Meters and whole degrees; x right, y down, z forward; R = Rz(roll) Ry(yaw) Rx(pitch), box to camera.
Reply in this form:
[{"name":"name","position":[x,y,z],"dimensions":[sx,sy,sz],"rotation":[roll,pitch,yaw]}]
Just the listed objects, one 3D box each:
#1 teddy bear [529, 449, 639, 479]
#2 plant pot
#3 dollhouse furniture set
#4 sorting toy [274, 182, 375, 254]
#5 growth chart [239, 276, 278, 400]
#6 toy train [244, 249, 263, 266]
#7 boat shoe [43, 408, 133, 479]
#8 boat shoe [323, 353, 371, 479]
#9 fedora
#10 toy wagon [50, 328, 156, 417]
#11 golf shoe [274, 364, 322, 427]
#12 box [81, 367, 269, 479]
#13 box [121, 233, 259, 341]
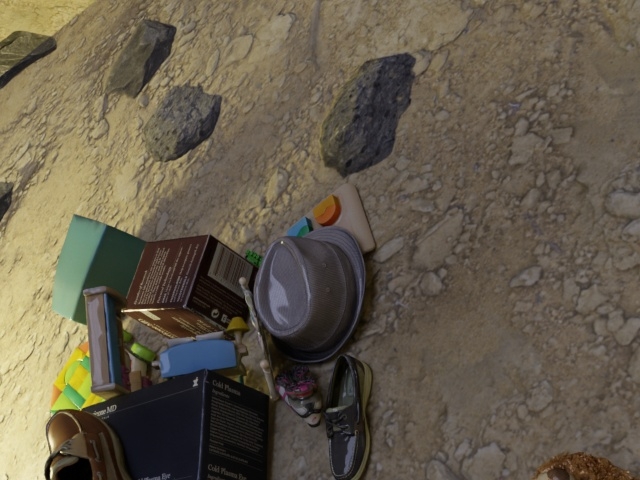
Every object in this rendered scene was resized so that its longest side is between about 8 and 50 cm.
[{"name":"teddy bear","position":[0.283,0.425,1.222],"dimensions":[0.338,0.113,0.245],"rotation":[-57,12,5]},{"name":"plant pot","position":[-0.523,0.084,2.217],"dimensions":[0.165,0.165,0.234],"rotation":[14,79,47]},{"name":"dollhouse furniture set","position":[-0.273,0.196,1.838],"dimensions":[0.303,0.286,0.198],"rotation":[-9,71,2]},{"name":"sorting toy","position":[0.000,0.000,1.875],"dimensions":[0.208,0.038,0.193],"rotation":[-35,44,20]},{"name":"growth chart","position":[-0.115,0.182,1.774],"dimensions":[0.021,0.172,0.237],"rotation":[-16,47,-4]},{"name":"toy train","position":[-0.134,0.041,1.988],"dimensions":[0.083,0.017,0.024],"rotation":[26,92,49]},{"name":"boat shoe","position":[-0.412,0.394,1.634],"dimensions":[0.122,0.120,0.324],"rotation":[-55,43,2]},{"name":"boat shoe","position":[0.038,0.299,1.601],"dimensions":[0.080,0.073,0.223],"rotation":[-17,52,35]},{"name":"fedora","position":[-0.040,0.087,1.752],"dimensions":[0.243,0.124,0.275],"rotation":[-19,62,34]},{"name":"toy wagon","position":[-0.463,0.338,2.048],"dimensions":[0.344,0.068,0.267],"rotation":[24,81,49]},{"name":"golf shoe","position":[-0.038,0.276,1.670],"dimensions":[0.067,0.086,0.186],"rotation":[-18,8,-6]},{"name":"box","position":[-0.276,0.437,1.706],"dimensions":[0.343,0.179,0.312],"rotation":[-20,55,32]},{"name":"box","position":[-0.265,0.103,1.949],"dimensions":[0.203,0.168,0.167],"rotation":[-7,58,41]}]
